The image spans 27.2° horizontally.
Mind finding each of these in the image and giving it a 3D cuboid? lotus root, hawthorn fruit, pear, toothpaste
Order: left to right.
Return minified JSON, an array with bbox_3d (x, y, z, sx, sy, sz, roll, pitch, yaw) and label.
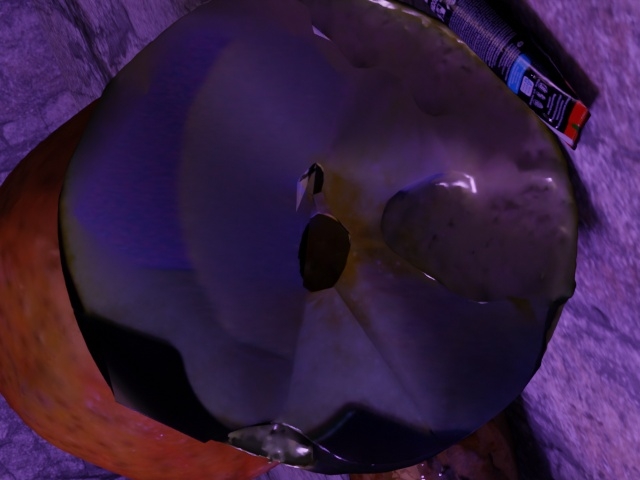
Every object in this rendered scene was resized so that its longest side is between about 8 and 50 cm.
[{"bbox_3d":[-0.122,0.031,1.371,0.471,0.472,0.471,54,162,27],"label":"hawthorn fruit"},{"bbox_3d":[0.002,-0.003,1.080,0.398,0.399,0.165,61,177,5],"label":"pear"},{"bbox_3d":[0.136,0.262,1.391,0.193,0.193,0.290,45,154,46],"label":"lotus root"},{"bbox_3d":[0.134,-0.150,0.990,0.193,0.045,0.071,51,169,16],"label":"toothpaste"}]
